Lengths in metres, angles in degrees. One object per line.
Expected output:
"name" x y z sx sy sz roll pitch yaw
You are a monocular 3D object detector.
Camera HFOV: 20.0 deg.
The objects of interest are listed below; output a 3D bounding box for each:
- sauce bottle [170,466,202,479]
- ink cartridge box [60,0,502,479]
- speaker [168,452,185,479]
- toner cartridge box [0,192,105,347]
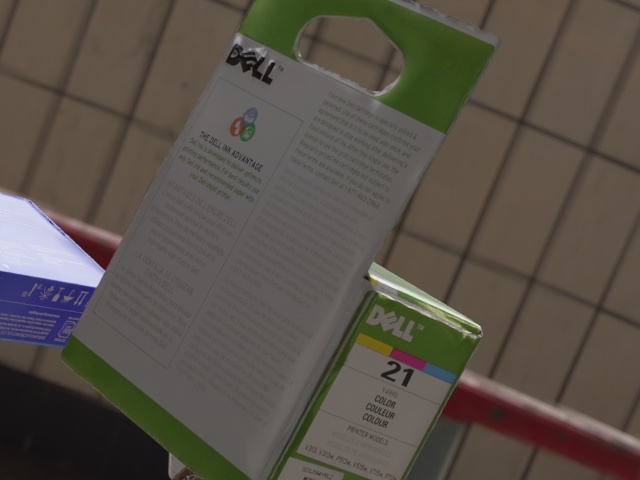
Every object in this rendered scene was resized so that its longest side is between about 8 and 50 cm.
"sauce bottle" -0.086 0.252 1.394 0.111 0.111 0.344 20 57 -9
"ink cartridge box" 0.000 0.000 0.943 0.097 0.255 0.189 27 3 -43
"speaker" -0.139 0.213 1.986 0.055 0.136 0.055 3 47 -3
"toner cartridge box" -0.339 0.010 1.617 0.165 0.075 0.348 39 12 29
